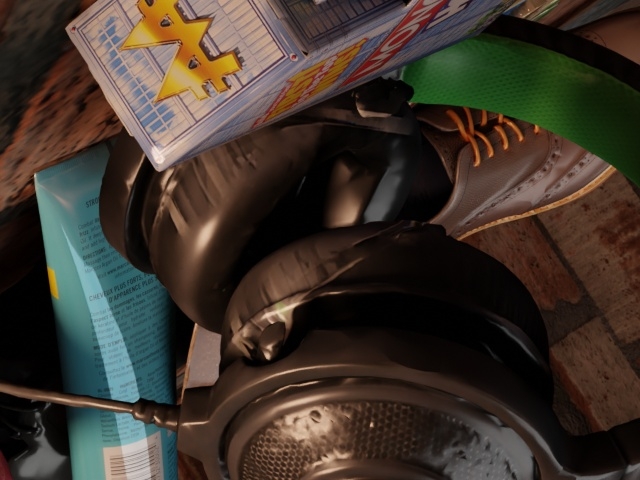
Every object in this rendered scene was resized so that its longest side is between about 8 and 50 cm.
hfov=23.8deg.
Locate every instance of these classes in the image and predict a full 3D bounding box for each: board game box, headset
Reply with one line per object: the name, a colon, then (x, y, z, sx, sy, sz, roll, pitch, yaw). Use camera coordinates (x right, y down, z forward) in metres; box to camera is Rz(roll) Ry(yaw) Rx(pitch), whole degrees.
board game box: (0.023, -0.102, 0.497, 0.194, 0.060, 0.194, -31, 175, -33)
headset: (0.000, 0.000, 0.565, 0.394, 0.243, 0.185, -13, 143, -20)

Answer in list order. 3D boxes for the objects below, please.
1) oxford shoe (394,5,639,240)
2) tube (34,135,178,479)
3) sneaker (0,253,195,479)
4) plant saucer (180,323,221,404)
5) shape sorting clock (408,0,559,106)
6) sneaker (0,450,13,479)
oxford shoe: (0.146, -0.076, 1.239, 0.363, 0.130, 0.133, -34, 169, 7)
tube: (-0.096, 0.045, 0.721, 0.080, 0.052, 0.207, -34, 137, -43)
sneaker: (-0.159, 0.091, 0.811, 0.286, 0.109, 0.130, -61, 160, 6)
plant saucer: (-0.025, 0.013, 0.792, 0.198, 0.036, 0.199, 15, 90, -85)
shape sorting clock: (0.067, -0.102, 0.918, 0.206, 0.040, 0.206, -33, 175, -3)
sneaker: (-0.235, 0.136, 0.743, 0.116, 0.136, 0.314, -30, 175, -36)
